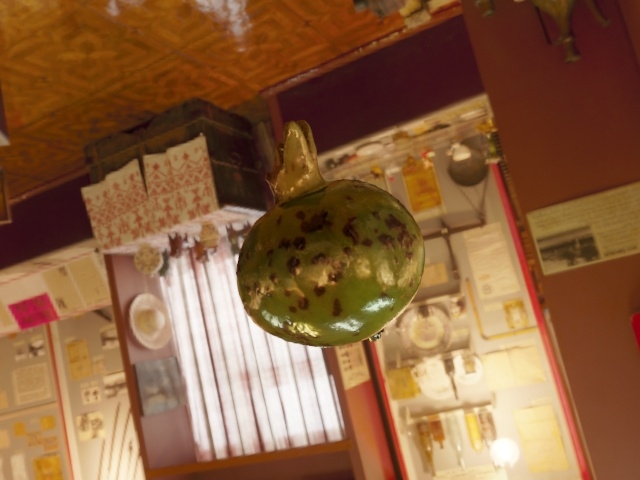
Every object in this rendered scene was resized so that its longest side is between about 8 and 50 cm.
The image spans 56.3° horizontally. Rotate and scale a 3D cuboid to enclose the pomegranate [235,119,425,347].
[{"bbox_3d":[0.000,0.000,0.661,0.211,0.262,0.211,-25,-173,3],"label":"pomegranate"}]
